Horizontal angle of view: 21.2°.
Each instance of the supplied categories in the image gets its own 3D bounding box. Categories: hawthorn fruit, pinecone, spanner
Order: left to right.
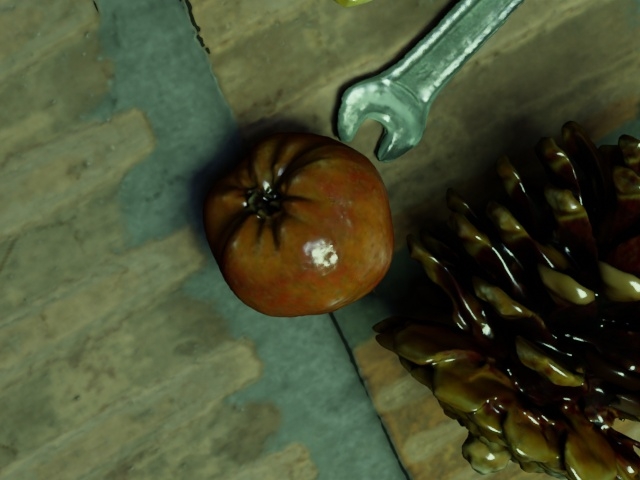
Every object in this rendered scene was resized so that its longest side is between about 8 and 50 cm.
[{"bbox_3d":[-0.007,-0.011,1.108,0.140,0.125,0.125,-9,118,-42],"label":"hawthorn fruit"},{"bbox_3d":[0.123,-0.171,1.142,0.302,0.017,0.071,-47,120,5],"label":"spanner"},{"bbox_3d":[0.180,0.044,1.119,0.264,0.264,0.264,-8,115,-17],"label":"pinecone"}]

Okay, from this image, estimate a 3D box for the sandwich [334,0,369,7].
[{"bbox_3d":[0.047,-0.302,1.008,0.254,0.099,0.288,-29,120,-7],"label":"sandwich"}]
